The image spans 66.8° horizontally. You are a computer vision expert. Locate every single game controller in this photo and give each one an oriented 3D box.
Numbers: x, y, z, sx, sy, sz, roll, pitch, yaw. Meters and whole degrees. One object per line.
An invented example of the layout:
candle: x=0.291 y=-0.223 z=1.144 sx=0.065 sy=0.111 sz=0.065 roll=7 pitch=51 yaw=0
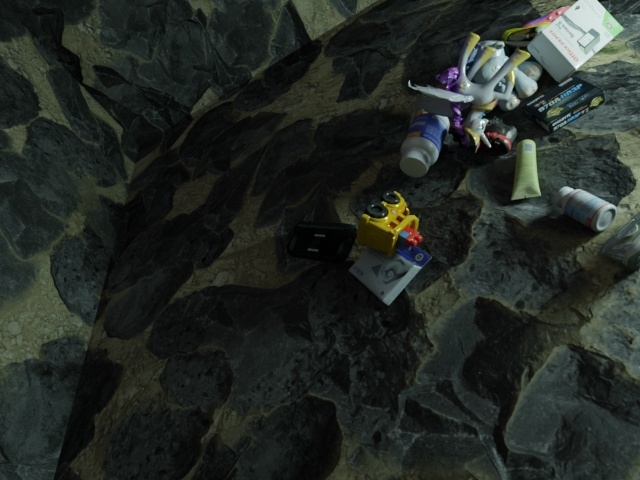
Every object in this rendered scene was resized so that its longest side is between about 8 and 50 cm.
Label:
game controller: x=0.000 y=0.000 z=1.963 sx=0.319 sy=0.067 sz=0.166 roll=6 pitch=70 yaw=40

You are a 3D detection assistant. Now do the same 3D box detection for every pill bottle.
pill bottle: x=0.411 y=-0.390 z=1.953 sx=0.152 sy=0.152 sz=0.272 roll=1 pitch=52 yaw=37
pill bottle: x=0.782 y=-0.099 z=1.445 sx=0.087 sy=0.087 sz=0.160 roll=-38 pitch=39 yaw=-1

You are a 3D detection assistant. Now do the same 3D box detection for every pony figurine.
pony figurine: x=0.516 y=-0.538 z=1.753 sx=0.351 sy=0.303 sz=0.363 roll=27 pitch=100 yaw=14

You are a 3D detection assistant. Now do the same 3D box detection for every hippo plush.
hippo plush: x=0.710 y=-0.676 z=1.883 sx=0.235 sy=0.237 sz=0.294 roll=3 pitch=77 yaw=40

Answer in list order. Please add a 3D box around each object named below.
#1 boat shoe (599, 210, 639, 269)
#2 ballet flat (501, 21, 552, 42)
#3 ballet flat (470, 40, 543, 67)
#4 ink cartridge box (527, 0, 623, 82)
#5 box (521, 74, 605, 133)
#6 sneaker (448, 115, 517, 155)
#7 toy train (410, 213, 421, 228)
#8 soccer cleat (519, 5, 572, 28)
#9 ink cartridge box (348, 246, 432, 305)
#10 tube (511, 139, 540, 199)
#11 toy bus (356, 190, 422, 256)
boat shoe: x=0.894 y=-0.065 z=1.309 sx=0.320 sy=0.118 sz=0.103 roll=-50 pitch=45 yaw=-4
ballet flat: x=0.907 y=-0.888 z=2.100 sx=0.231 sy=0.077 sz=0.077 roll=-3 pitch=26 yaw=15
ballet flat: x=0.835 y=-0.792 z=2.071 sx=0.400 sy=0.139 sz=0.139 roll=17 pitch=63 yaw=40
ink cartridge box: x=0.965 y=-0.770 z=1.850 sx=0.273 sy=0.198 sz=0.115 roll=-41 pitch=-3 yaw=-10
box: x=0.889 y=-0.502 z=1.786 sx=0.220 sy=0.051 sz=0.175 roll=-31 pitch=39 yaw=8
sneaker: x=0.625 y=-0.412 z=1.859 sx=0.135 sy=0.097 sz=0.276 roll=-48 pitch=43 yaw=-13
toy train: x=0.321 y=-0.034 z=1.771 sx=0.036 sy=0.027 sz=0.158 roll=9 pitch=57 yaw=44
soccer cleat: x=0.994 y=-0.965 z=2.142 sx=0.248 sy=0.083 sz=0.095 roll=-22 pitch=37 yaw=22
ink cartridge box: x=0.235 y=0.082 z=1.684 sx=0.224 sy=0.045 sz=0.223 roll=-48 pitch=40 yaw=-1
tube: x=0.705 y=-0.239 z=1.669 sx=0.070 sy=0.062 sz=0.240 roll=121 pitch=166 yaw=-58
toy bus: x=0.264 y=-0.048 z=1.678 sx=0.212 sy=0.149 sz=0.220 roll=28 pitch=47 yaw=27
